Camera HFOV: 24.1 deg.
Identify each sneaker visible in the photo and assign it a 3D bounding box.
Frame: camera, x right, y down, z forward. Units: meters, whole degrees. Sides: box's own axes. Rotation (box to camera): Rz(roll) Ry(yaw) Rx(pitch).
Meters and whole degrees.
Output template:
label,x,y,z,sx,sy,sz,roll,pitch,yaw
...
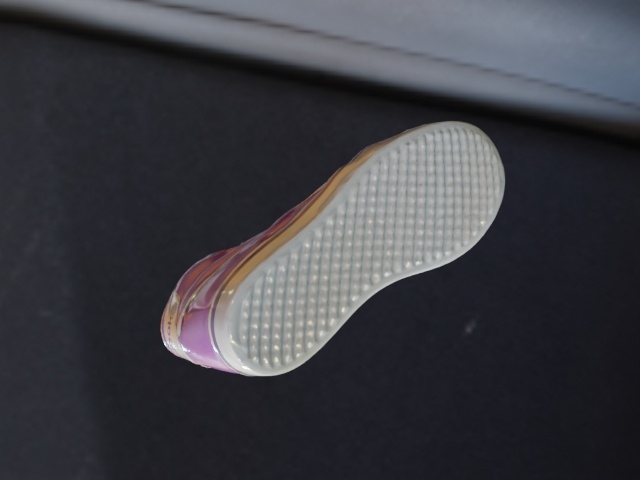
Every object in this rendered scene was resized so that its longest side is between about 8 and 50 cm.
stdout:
label,x,y,z,sx,sy,sz,roll,pitch,yaw
sneaker,-0.001,-0.001,1.115,0.161,0.282,0.102,-8,111,60
